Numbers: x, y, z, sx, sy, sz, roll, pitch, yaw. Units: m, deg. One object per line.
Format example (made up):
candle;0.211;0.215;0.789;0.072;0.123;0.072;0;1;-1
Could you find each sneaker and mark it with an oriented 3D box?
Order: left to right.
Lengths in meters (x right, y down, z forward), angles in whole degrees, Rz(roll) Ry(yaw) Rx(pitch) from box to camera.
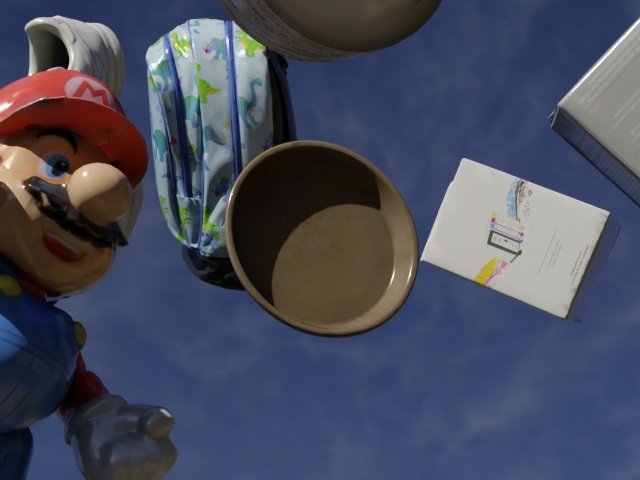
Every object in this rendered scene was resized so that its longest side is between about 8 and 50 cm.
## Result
sneaker;-0.307;-0.130;1.582;0.114;0.305;0.152;-17;-13;26

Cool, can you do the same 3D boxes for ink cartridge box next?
ink cartridge box;0.298;0.003;1.915;0.232;0.168;0.171;23;3;20

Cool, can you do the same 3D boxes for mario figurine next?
mario figurine;-0.163;0.036;0.710;0.170;0.321;0.198;6;-30;7

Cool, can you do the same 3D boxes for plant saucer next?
plant saucer;0.000;0.000;1.716;0.277;0.278;0.041;11;-24;-20

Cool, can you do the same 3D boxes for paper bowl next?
paper bowl;0.021;-0.333;1.337;0.284;0.284;0.148;19;-9;-29

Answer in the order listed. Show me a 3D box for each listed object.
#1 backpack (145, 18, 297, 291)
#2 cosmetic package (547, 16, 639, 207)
backpack;-0.137;-0.146;1.885;0.273;0.290;0.356;11;-68;-3
cosmetic package;0.305;-0.062;0.991;0.127;0.238;0.107;-45;-5;1
